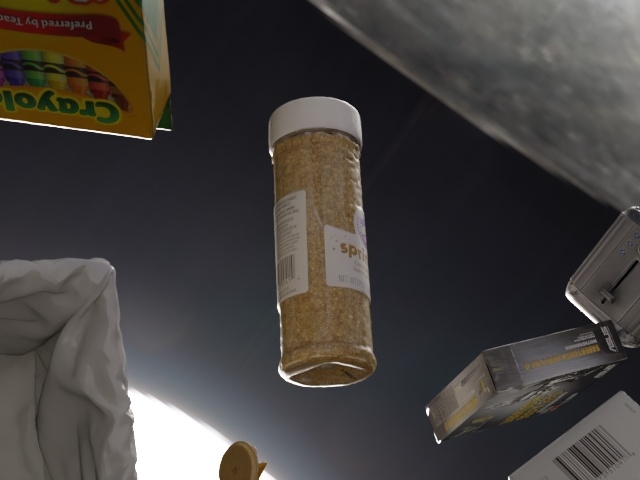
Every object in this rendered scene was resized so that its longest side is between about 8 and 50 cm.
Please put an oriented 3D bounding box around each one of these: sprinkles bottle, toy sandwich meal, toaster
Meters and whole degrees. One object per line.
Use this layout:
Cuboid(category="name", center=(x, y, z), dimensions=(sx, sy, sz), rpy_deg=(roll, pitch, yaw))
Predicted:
Cuboid(category="sprinkles bottle", center=(0.000, 0.000, 1.766), dimensions=(0.121, 0.121, 0.356), rpy_deg=(30, -130, -51))
Cuboid(category="toy sandwich meal", center=(-0.101, 0.303, 1.831), dimensions=(0.029, 0.086, 0.085), rpy_deg=(15, -163, -42))
Cuboid(category="toaster", center=(0.410, 0.051, 1.822), dimensions=(0.129, 0.146, 0.227), rpy_deg=(44, -169, 19))

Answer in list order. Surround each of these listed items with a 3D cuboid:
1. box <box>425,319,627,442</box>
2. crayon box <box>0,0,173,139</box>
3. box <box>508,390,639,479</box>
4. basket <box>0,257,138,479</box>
Cuboid(category="box", center=(0.255, 0.180, 1.782), dimensions=(0.231, 0.183, 0.056), rpy_deg=(121, 133, -62))
Cuboid(category="crayon box", center=(-0.245, -0.207, 1.283), dimensions=(0.202, 0.081, 0.319), rpy_deg=(7, 138, 7))
Cuboid(category="box", center=(0.338, 0.305, 1.609), dimensions=(0.182, 0.181, 0.119), rpy_deg=(45, 161, 34))
Cuboid(category="basket", center=(-0.320, 0.199, 1.103), dimensions=(0.328, 0.331, 0.266), rpy_deg=(-5, 173, -17))
